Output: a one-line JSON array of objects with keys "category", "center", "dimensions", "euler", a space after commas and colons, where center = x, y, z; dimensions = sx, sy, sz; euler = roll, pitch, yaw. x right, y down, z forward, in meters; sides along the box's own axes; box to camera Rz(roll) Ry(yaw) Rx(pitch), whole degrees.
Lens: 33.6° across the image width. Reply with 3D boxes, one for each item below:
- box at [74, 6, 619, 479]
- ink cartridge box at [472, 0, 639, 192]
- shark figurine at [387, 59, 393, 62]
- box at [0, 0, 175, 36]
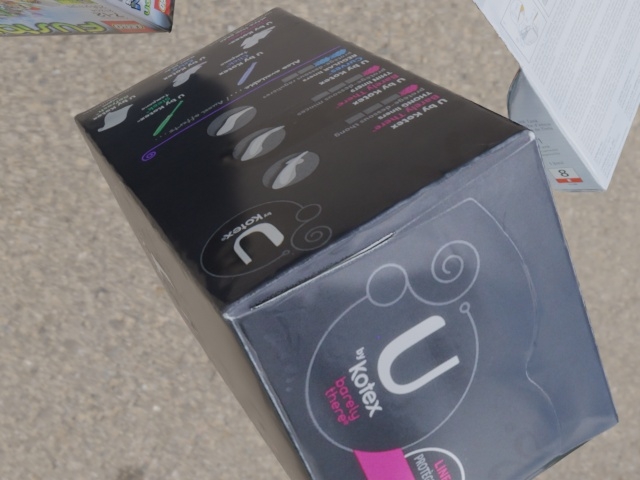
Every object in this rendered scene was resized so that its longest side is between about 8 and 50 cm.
[{"category": "box", "center": [-0.002, 0.006, 0.533], "dimensions": [0.143, 0.270, 0.165], "euler": [-31, 120, -11]}, {"category": "ink cartridge box", "center": [0.139, -0.135, 0.625], "dimensions": [0.179, 0.045, 0.145], "euler": [43, 63, -36]}, {"category": "shark figurine", "center": [-0.007, 0.026, 0.749], "dimensions": [0.116, 0.166, 0.278], "euler": [3, 78, -31]}, {"category": "box", "center": [-0.198, -0.145, 0.592], "dimensions": [0.114, 0.206, 0.036], "euler": [11, 84, -65]}]
